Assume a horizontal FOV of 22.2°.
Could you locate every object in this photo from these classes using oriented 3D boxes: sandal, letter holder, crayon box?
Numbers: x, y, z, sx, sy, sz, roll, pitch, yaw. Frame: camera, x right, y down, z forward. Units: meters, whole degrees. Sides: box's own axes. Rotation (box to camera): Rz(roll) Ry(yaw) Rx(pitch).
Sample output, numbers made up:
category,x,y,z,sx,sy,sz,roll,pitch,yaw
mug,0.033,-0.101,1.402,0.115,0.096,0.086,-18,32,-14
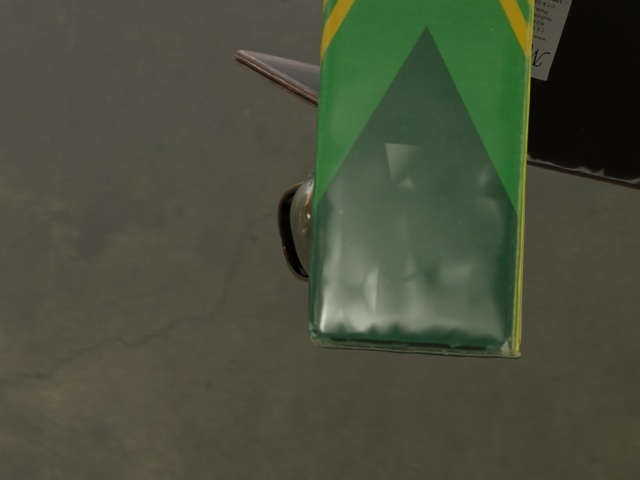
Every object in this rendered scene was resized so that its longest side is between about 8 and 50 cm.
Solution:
category,x,y,z,sx,sy,sz,roll,pitch,yaw
sandal,0.000,0.000,1.037,0.060,0.219,0.090,-16,92,10
letter holder,0.118,-0.150,1.179,0.302,0.214,0.152,11,101,-29
crayon box,0.052,-0.114,0.680,0.081,0.202,0.318,3,87,7
